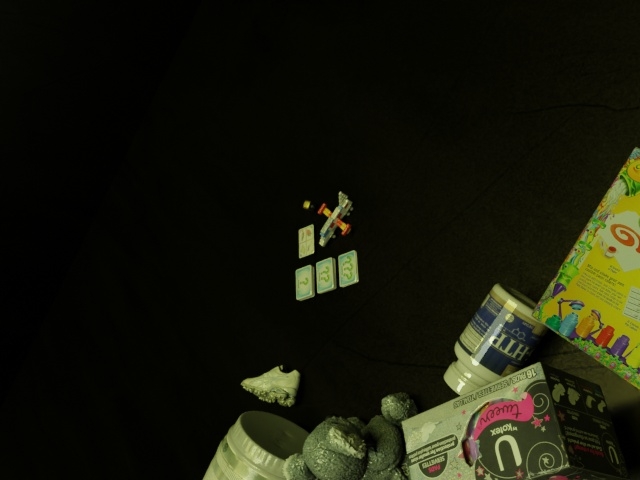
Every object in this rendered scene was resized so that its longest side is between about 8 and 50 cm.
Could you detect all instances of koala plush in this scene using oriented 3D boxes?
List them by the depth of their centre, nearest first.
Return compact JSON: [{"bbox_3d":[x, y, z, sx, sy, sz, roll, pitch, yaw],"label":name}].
[{"bbox_3d":[0.059,0.386,1.219,0.196,0.221,0.203,-37,51,32],"label":"koala plush"}]

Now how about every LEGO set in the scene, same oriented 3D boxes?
[{"bbox_3d":[0.000,0.000,1.571,0.183,0.060,0.244,-21,60,37],"label":"LEGO set"}]

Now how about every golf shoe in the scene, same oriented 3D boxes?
[{"bbox_3d":[-0.109,0.329,1.567,0.176,0.069,0.086,-1,54,45],"label":"golf shoe"}]

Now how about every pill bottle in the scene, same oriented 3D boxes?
[{"bbox_3d":[0.291,0.176,1.132,0.186,0.112,0.112,-60,41,13],"label":"pill bottle"}]

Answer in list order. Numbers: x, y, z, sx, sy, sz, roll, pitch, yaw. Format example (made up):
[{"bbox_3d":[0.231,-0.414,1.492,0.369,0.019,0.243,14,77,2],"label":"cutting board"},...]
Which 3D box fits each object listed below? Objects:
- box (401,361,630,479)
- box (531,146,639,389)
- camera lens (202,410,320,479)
[{"bbox_3d":[0.260,0.291,0.937,0.247,0.163,0.142,-36,46,35],"label":"box"},{"bbox_3d":[0.498,0.071,0.895,0.290,0.177,0.279,41,106,48],"label":"box"},{"bbox_3d":[-0.134,0.518,1.381,0.219,0.219,0.274,34,101,49],"label":"camera lens"}]
